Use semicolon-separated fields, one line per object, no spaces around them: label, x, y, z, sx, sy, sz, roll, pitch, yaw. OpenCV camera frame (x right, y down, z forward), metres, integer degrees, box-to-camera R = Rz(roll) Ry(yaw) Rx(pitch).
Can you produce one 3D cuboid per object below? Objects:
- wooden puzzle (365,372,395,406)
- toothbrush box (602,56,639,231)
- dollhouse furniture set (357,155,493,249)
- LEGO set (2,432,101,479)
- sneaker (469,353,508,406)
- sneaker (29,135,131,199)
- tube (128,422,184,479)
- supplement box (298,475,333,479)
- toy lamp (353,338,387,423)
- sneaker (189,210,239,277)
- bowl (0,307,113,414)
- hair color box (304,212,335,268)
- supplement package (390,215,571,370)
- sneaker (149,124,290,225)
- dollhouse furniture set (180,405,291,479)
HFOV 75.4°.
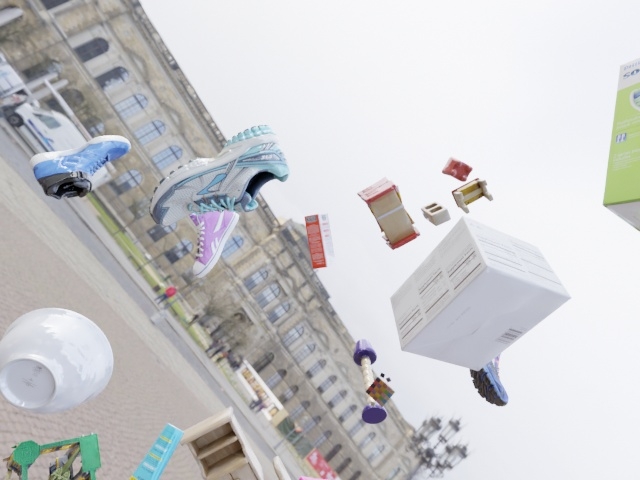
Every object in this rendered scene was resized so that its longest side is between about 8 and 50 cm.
wooden puzzle;0.133;0.334;0.917;0.049;0.083;0.006;40;18;16
toothbrush box;0.600;-0.151;0.687;0.206;0.283;0.122;23;-15;-24
dollhouse furniture set;0.339;-0.149;1.369;0.201;0.374;0.152;61;5;-18
LEGO set;-0.729;0.701;1.124;0.192;0.255;0.331;-45;-116;30
sneaker;0.411;0.295;1.017;0.083;0.087;0.221;89;-8;-48
sneaker;-0.378;-0.115;0.678;0.084;0.152;0.058;58;-30;15
tube;-0.433;0.582;1.065;0.080;0.207;0.052;18;-32;18
supplement box;-0.023;0.546;0.714;0.111;0.220;0.114;21;-12;46
toy lamp;0.144;0.406;1.238;0.274;0.080;0.080;-97;162;-59
sneaker;-0.433;-0.014;1.519;0.161;0.282;0.102;34;-21;-34
bowl;-0.713;0.336;1.067;0.297;0.298;0.134;56;4;-12
hair color box;0.000;0.000;1.105;0.072;0.043;0.141;-12;94;-67
supplement package;0.305;0.116;0.839;0.204;0.145;0.261;19;-52;-19
sneaker;-0.186;-0.096;0.772;0.122;0.283;0.110;58;3;8
dollhouse furniture set;-0.278;0.698;1.155;0.256;0.362;0.394;65;-6;-8
